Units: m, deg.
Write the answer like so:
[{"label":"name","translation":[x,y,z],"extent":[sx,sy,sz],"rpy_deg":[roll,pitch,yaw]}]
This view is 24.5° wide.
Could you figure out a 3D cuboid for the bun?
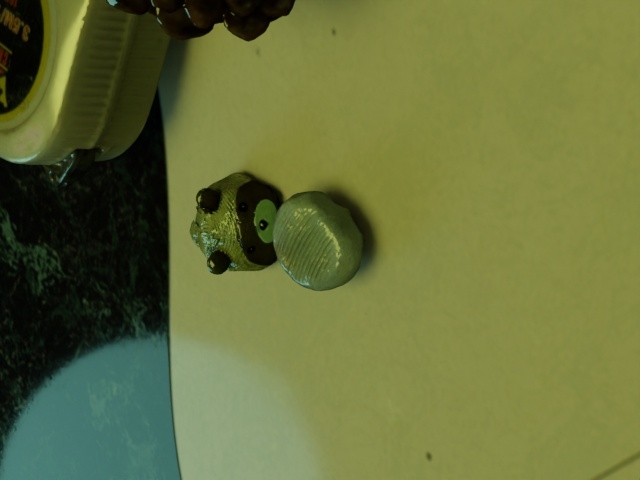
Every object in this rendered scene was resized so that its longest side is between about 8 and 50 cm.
[{"label":"bun","translation":[0.000,0.000,1.146],"extent":[0.083,0.045,0.083],"rpy_deg":[16,115,38]}]

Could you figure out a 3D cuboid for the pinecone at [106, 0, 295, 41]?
[{"label":"pinecone","translation":[-0.096,-0.260,1.038],"extent":[0.272,0.224,0.224],"rpy_deg":[32,124,43]}]

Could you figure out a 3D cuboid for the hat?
[{"label":"hat","translation":[-0.075,-0.011,1.211],"extent":[0.076,0.059,0.077],"rpy_deg":[32,128,40]}]

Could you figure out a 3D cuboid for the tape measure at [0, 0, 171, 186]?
[{"label":"tape measure","translation":[-0.247,-0.186,1.283],"extent":[0.271,0.133,0.231],"rpy_deg":[36,118,34]}]
